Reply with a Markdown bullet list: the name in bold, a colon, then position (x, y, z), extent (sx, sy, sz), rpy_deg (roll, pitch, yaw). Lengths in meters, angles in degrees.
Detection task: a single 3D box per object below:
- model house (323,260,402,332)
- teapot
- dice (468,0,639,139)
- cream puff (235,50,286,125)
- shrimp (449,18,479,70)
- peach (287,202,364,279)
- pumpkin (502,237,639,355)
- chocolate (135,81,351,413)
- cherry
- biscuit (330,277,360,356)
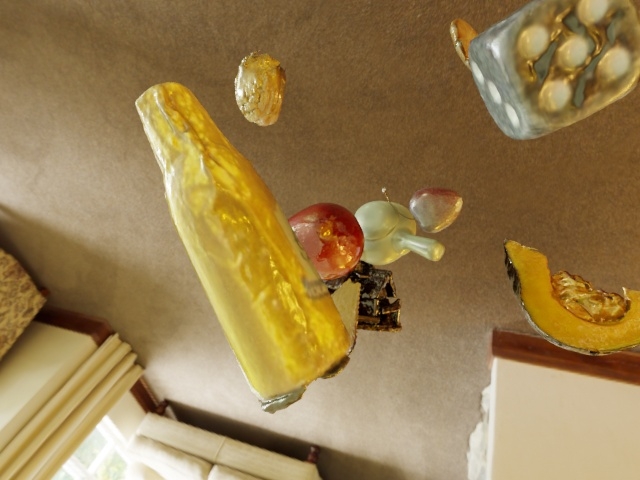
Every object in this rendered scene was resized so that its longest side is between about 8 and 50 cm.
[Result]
- **model house**: position (0.119, 0.166, 1.492), extent (0.316, 0.297, 0.283), rpy_deg (4, 85, 36)
- **teapot**: position (0.221, -0.027, 1.219), extent (0.317, 0.220, 0.149), rpy_deg (0, 150, 33)
- **dice**: position (0.345, -0.271, 0.632), extent (0.181, 0.182, 0.183), rpy_deg (-27, 102, 15)
- **cream puff**: position (-0.166, -0.408, 1.122), extent (0.129, 0.189, 0.189), rpy_deg (4, 137, -19)
- **shrimp**: position (0.346, -0.374, 0.887), extent (0.235, 0.133, 0.053), rpy_deg (27, 133, -37)
- **peach**: position (0.000, 0.000, 1.105), extent (0.243, 0.200, 0.243), rpy_deg (5, 160, 2)
- **pumpkin**: position (0.408, 0.127, 0.737), extent (0.278, 0.163, 0.111), rpy_deg (31, 146, 41)
- **chocolate**: position (-0.117, -0.007, 0.567), extent (0.162, 0.162, 0.446), rpy_deg (-28, 90, 39)
- **cherry**: position (0.286, -0.107, 1.100), extent (0.188, 0.115, 0.148), rpy_deg (51, 155, -18)
- **biscuit**: position (0.005, 0.193, 0.857), extent (0.013, 0.237, 0.232), rpy_deg (35, 123, -14)
